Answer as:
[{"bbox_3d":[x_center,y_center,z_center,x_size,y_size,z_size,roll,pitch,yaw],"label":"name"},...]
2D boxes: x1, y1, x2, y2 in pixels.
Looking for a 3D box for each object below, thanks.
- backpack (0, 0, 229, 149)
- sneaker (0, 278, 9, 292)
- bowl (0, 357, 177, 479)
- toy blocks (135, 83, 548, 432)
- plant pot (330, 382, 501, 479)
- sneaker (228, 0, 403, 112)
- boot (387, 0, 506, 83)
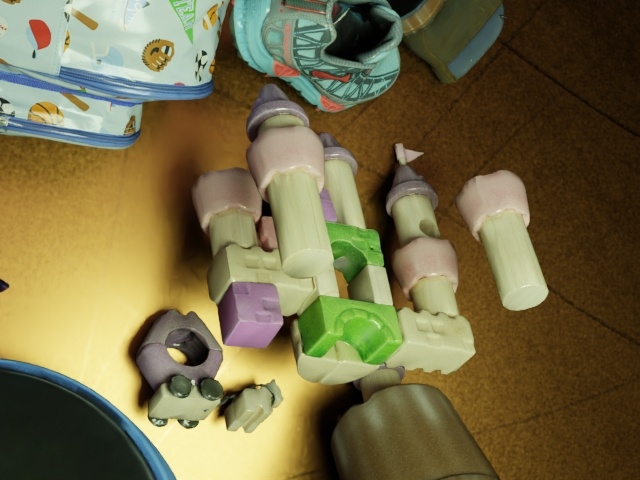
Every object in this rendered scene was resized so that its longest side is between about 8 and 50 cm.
[{"bbox_3d":[-0.212,-0.190,0.985,0.264,0.276,0.213,5,112,-7],"label":"backpack"},{"bbox_3d":[-0.361,0.075,0.983,0.098,0.083,0.223,51,51,-16],"label":"sneaker"},{"bbox_3d":[-0.293,0.273,0.934,0.391,0.077,0.391,4,60,-7],"label":"bowl"},{"bbox_3d":[0.000,0.000,1.094,0.289,0.309,0.260,9,50,-29],"label":"toy blocks"},{"bbox_3d":[0.093,0.231,1.057,0.167,0.165,0.167,-11,133,-12],"label":"plant pot"},{"bbox_3d":[0.027,-0.179,1.086,0.262,0.125,0.104,5,90,-61],"label":"sneaker"},{"bbox_3d":[0.158,-0.271,1.229,0.219,0.082,0.106,-51,124,-19],"label":"boot"}]
